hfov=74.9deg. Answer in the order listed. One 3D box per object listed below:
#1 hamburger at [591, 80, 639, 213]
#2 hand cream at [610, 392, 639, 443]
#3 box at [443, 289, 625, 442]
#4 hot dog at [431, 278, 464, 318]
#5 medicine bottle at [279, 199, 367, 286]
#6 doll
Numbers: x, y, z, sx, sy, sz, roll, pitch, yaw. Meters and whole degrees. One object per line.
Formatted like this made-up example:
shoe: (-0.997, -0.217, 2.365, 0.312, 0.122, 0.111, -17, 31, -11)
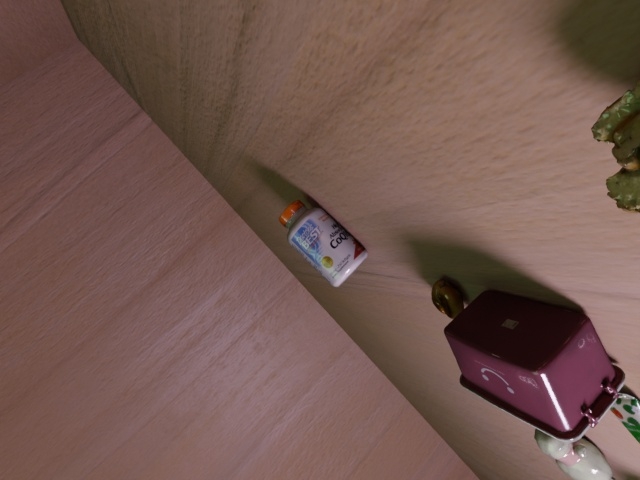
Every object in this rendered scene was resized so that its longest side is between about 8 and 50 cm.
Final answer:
hamburger: (0.332, -0.096, 0.301, 0.262, 0.131, 0.124, 117, 143, -79)
hand cream: (0.673, 0.407, 0.820, 0.276, 0.059, 0.095, 48, 162, 8)
box: (0.402, 0.224, 0.831, 0.167, 0.193, 0.294, 60, 161, -18)
hot dog: (0.330, 0.154, 1.069, 0.090, 0.060, 0.140, 32, 153, 52)
medicine bottle: (0.000, 0.000, 1.339, 0.289, 0.157, 0.157, 44, 164, 8)
doll: (0.670, 0.570, 1.116, 0.275, 0.113, 0.155, 50, 161, -10)
